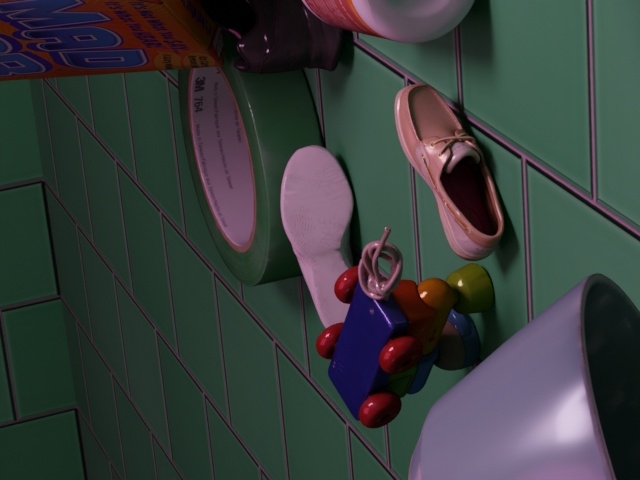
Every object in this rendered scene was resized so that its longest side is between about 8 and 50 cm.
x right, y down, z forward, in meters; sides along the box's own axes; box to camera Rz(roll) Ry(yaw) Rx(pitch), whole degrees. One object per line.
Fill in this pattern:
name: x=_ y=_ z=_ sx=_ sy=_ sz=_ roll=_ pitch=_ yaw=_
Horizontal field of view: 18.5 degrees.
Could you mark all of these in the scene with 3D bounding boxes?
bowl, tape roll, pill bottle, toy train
bowl: x=0.171 y=0.194 z=1.342 sx=0.311 sy=0.163 sz=0.311 roll=51 pitch=-154 yaw=-37
tape roll: x=-0.082 y=-0.109 z=2.295 sx=0.321 sy=0.077 sz=0.321 roll=167 pitch=90 yaw=-72
pill bottle: x=0.046 y=-0.242 z=1.734 sx=0.216 sy=0.121 sz=0.121 roll=-152 pitch=52 yaw=-67
toy train: x=0.096 y=0.055 z=1.777 sx=0.105 sy=0.143 sz=0.248 roll=57 pitch=149 yaw=29

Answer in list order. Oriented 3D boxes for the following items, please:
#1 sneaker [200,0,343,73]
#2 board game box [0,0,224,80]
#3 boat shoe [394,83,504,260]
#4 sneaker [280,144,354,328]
sneaker: x=-0.073 y=-0.291 z=2.055 sx=0.109 sy=0.130 sz=0.286 roll=99 pitch=154 yaw=-53
board game box: x=-0.313 y=-0.382 z=2.053 sx=0.356 sy=0.357 sz=0.356 roll=41 pitch=-132 yaw=-77
boat shoe: x=0.120 y=-0.068 z=1.738 sx=0.170 sy=0.063 sz=0.059 roll=65 pitch=158 yaw=7
sneaker: x=0.000 y=0.000 z=2.136 sx=0.094 sy=0.080 sz=0.212 roll=-137 pitch=35 yaw=-80
